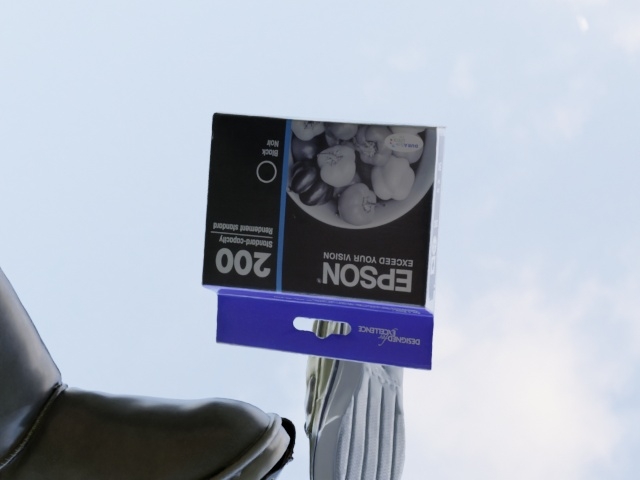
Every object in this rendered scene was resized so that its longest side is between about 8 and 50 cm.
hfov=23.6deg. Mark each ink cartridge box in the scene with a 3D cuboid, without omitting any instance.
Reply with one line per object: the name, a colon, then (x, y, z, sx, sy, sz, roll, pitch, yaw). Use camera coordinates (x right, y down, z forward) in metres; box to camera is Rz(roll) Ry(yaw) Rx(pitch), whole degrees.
ink cartridge box: (0.000, 0.000, 1.296, 0.206, 0.045, 0.208, 5, -84, 21)

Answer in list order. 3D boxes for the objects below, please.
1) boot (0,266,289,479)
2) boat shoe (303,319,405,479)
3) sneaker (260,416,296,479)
boot: (-0.134, 0.033, 0.649, 0.189, 0.209, 0.076, -18, -168, 15)
boat shoe: (0.030, 0.187, 1.656, 0.094, 0.109, 0.302, -27, -143, 36)
sneaker: (-0.104, 0.280, 1.615, 0.083, 0.118, 0.222, 31, -112, -1)
